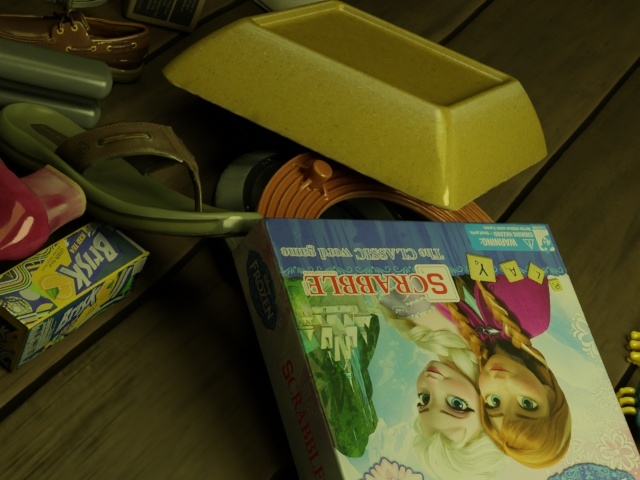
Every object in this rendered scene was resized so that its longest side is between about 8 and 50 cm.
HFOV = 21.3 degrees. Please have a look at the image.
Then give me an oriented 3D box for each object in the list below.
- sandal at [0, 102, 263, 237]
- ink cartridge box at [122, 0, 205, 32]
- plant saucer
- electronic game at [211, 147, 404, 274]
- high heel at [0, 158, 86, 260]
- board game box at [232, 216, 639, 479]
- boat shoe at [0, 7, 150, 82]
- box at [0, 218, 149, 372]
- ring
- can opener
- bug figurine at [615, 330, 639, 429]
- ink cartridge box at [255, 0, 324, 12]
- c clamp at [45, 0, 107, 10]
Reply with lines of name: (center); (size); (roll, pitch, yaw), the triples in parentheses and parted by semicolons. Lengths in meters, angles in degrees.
sandal: (-0.179, -0.074, 1.523); (0.303, 0.086, 0.120); (28, 16, 30)
ink cartridge box: (-0.158, -0.377, 1.893); (0.088, 0.193, 0.234); (13, 38, -19)
plant saucer: (0.056, -0.161, 1.757); (0.333, 0.081, 0.333); (26, 21, 17)
electronic game: (0.000, 0.000, 1.640); (0.229, 0.048, 0.229); (21, 40, -19)
high heel: (-0.326, -0.053, 1.451); (0.244, 0.082, 0.117); (30, 36, 20)
board game box: (0.112, 0.130, 1.467); (0.319, 0.066, 0.318); (0, 58, -33)
boat shoe: (-0.257, -0.209, 1.728); (0.178, 0.060, 0.064); (7, 40, -26)
box: (-0.220, 0.042, 1.437); (0.059, 0.054, 0.169); (37, 35, 13)
ring: (0.088, 0.041, 1.601); (0.337, 0.032, 0.336); (21, 44, -22)
can opener: (-0.338, -0.175, 1.619); (0.280, 0.074, 0.093); (13, 36, -20)
bug figurine: (0.412, 0.162, 1.685); (0.279, 0.072, 0.216); (20, 35, -10)
ink cartridge box: (0.027, -0.396, 2.034); (0.115, 0.198, 0.273); (42, 38, 20)
c clamp: (-0.304, -0.261, 1.769); (0.161, 0.022, 0.137); (13, 17, 1)
